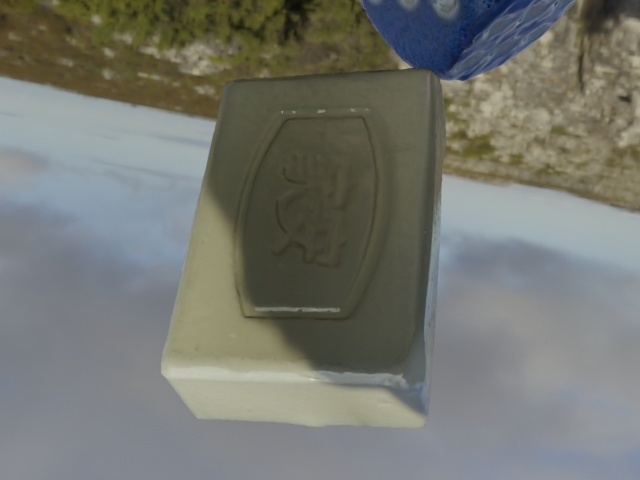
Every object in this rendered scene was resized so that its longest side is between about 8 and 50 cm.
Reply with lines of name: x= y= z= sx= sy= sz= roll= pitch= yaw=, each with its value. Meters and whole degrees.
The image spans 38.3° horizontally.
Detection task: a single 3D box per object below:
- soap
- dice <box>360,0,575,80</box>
soap: x=0.000 y=0.000 z=0.466 sx=0.122 sy=0.183 sz=0.063 roll=0 pitch=146 yaw=11
dice: x=0.124 y=-0.228 z=0.760 sx=0.143 sy=0.146 sz=0.146 roll=-29 pitch=169 yaw=-26
